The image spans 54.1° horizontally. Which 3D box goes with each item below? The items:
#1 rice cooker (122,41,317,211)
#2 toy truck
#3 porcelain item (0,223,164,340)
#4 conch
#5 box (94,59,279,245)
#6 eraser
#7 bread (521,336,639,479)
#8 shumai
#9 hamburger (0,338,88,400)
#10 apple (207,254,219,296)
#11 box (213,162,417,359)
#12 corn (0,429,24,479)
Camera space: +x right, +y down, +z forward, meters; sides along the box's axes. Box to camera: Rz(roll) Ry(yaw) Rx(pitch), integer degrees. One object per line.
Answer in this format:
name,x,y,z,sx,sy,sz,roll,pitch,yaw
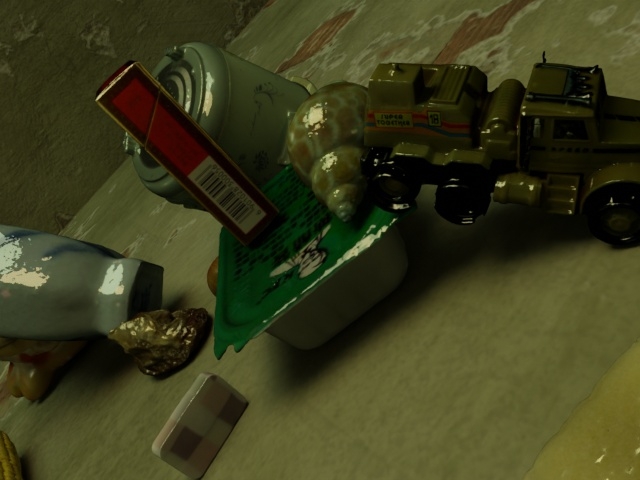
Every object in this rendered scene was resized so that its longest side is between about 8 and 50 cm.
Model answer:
rice cooker,-0.138,-0.164,1.017,0.317,0.317,0.264,2,81,58
toy truck,0.167,-0.091,0.531,0.257,0.127,0.127,13,48,19
porcelain item,-0.481,0.071,1.038,0.242,0.406,0.178,70,-154,-82
conch,0.021,-0.108,0.659,0.116,0.106,0.173,-52,7,14
box,-0.167,-0.111,0.777,0.074,0.240,0.153,-42,25,1
eraser,-0.134,0.206,0.701,0.026,0.065,0.105,-5,45,56
bread,0.202,0.133,0.305,0.139,0.060,0.178,-48,25,-3
shumai,-0.233,0.135,0.941,0.139,0.105,0.123,1,43,25
hamburger,-0.566,0.160,1.277,0.261,0.186,0.302,-9,50,27
apple,-0.119,0.053,0.893,0.071,0.084,0.084,34,78,27
box,0.000,0.000,0.763,0.264,0.106,0.336,-39,26,14
corn,-0.523,0.382,0.958,0.123,0.122,0.305,-53,28,-14
